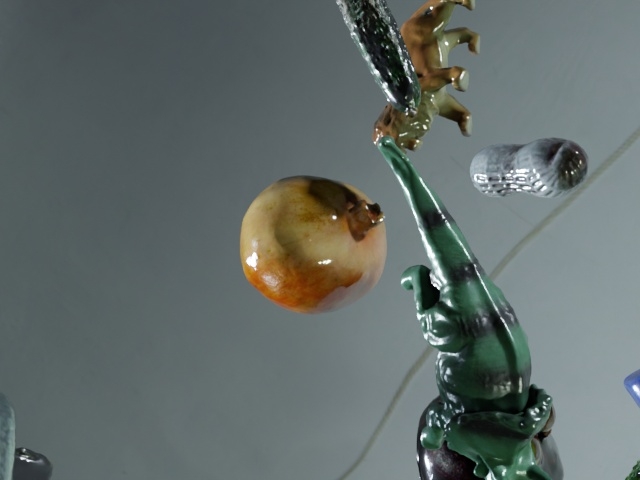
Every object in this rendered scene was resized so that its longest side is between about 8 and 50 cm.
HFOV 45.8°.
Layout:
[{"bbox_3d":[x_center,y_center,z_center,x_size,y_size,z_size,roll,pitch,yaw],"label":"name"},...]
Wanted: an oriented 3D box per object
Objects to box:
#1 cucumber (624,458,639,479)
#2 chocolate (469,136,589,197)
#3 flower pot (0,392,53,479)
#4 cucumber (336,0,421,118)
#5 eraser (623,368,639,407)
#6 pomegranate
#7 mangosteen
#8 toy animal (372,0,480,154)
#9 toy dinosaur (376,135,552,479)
[{"bbox_3d":[0.446,0.347,1.031,0.077,0.265,0.077,1,47,-1],"label":"cucumber"},{"bbox_3d":[0.248,-0.085,0.906,0.167,0.072,0.072,2,77,55],"label":"chocolate"},{"bbox_3d":[-0.360,0.242,0.596,0.299,0.282,0.299,-38,41,43],"label":"flower pot"},{"bbox_3d":[0.070,-0.278,0.993,0.067,0.067,0.294,-28,58,18],"label":"cucumber"},{"bbox_3d":[0.531,0.121,0.896,0.332,0.155,0.102,-34,73,10],"label":"eraser"},{"bbox_3d":[0.000,0.000,1.294,0.270,0.252,0.229,-30,49,48],"label":"pomegranate"},{"bbox_3d":[0.289,0.341,1.299,0.233,0.287,0.288,-3,76,32],"label":"mangosteen"},{"bbox_3d":[0.166,-0.268,1.202,0.157,0.097,0.313,2,76,22],"label":"toy animal"},{"bbox_3d":[0.104,0.069,0.571,0.079,0.120,0.292,-15,74,-17],"label":"toy dinosaur"}]
